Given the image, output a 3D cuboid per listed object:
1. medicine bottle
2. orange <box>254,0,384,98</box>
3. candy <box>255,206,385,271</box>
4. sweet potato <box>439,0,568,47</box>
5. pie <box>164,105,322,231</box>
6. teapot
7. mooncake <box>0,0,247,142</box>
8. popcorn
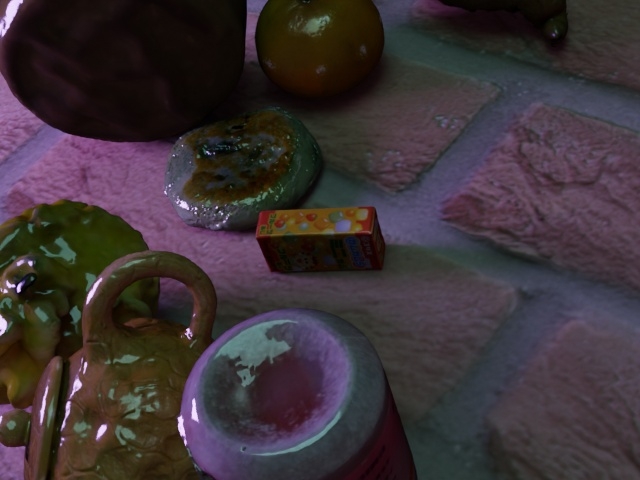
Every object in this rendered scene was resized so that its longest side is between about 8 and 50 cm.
[{"bbox_3d":[-0.003,0.167,0.713,0.147,0.247,0.147,-8,49,10],"label":"medicine bottle"},{"bbox_3d":[-0.003,-0.243,1.155,0.156,0.124,0.156,-10,45,10],"label":"orange"},{"bbox_3d":[0.000,0.000,0.984,0.122,0.062,0.038,-1,51,14],"label":"candy"},{"bbox_3d":[0.188,-0.330,1.196,0.124,0.098,0.310,-13,42,-24],"label":"sweet potato"},{"bbox_3d":[-0.092,-0.085,1.098,0.187,0.041,0.186,-9,48,10],"label":"pie"},{"bbox_3d":[-0.171,0.147,0.778,0.167,0.311,0.203,10,24,-17],"label":"teapot"},{"bbox_3d":[-0.224,-0.240,1.116,0.285,0.284,0.155,-11,53,7],"label":"mooncake"},{"bbox_3d":[-0.257,0.062,0.931,0.218,0.169,0.189,-34,50,-9],"label":"popcorn"}]
